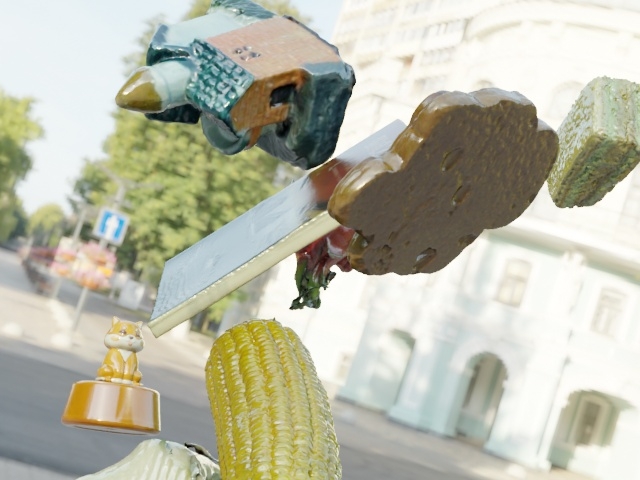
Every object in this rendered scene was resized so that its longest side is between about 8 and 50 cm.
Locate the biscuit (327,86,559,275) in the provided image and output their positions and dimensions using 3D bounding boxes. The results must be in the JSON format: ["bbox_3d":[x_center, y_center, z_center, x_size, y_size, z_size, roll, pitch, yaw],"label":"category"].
[{"bbox_3d":[0.115,-0.053,0.983,0.290,0.208,0.041,-7,42,-42],"label":"biscuit"}]

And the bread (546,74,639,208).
[{"bbox_3d":[0.418,-0.144,1.592,0.102,0.138,0.196,16,-37,-6],"label":"bread"}]

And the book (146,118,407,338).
[{"bbox_3d":[-0.041,-0.026,1.271,0.028,0.374,0.262,57,4,-13],"label":"book"}]

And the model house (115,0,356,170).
[{"bbox_3d":[-0.145,-0.188,1.342,0.291,0.184,0.253,-18,47,-40],"label":"model house"}]

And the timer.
[{"bbox_3d":[-0.271,0.179,1.406,0.132,0.152,0.132,6,-15,1],"label":"timer"}]

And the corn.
[{"bbox_3d":[-0.050,0.200,1.096,0.131,0.131,0.344,20,20,-18],"label":"corn"}]

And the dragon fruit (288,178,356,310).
[{"bbox_3d":[-0.003,-0.002,1.578,0.137,0.236,0.135,20,-13,39],"label":"dragon fruit"}]

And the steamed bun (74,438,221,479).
[{"bbox_3d":[-0.188,0.388,1.186,0.268,0.280,0.207,50,-7,42],"label":"steamed bun"}]
